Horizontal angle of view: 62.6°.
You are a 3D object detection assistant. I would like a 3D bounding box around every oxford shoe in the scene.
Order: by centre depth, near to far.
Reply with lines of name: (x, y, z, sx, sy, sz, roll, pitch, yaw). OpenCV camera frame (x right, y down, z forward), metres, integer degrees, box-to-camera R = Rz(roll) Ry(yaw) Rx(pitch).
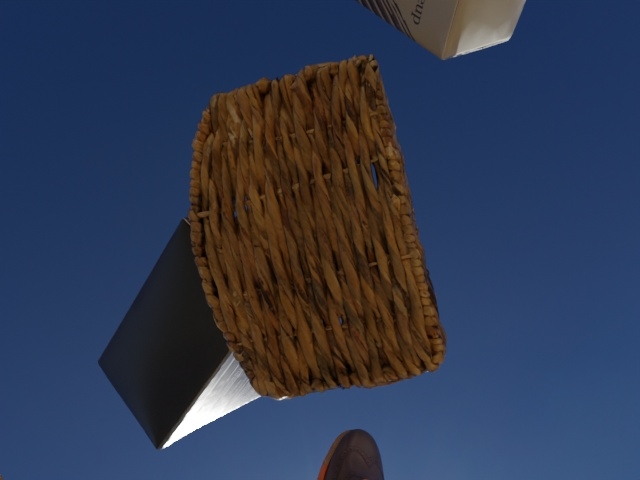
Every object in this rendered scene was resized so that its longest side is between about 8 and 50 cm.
oxford shoe: (0.073, 0.404, 0.761, 0.129, 0.364, 0.133, 31, -66, -11)

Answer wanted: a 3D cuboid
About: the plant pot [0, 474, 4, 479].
plant pot: (-0.510, 0.344, 0.615, 0.237, 0.109, 0.238, -2, -87, -49)

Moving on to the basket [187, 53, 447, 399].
basket: (0.000, 0.000, 0.563, 0.213, 0.223, 0.300, -13, -97, 10)

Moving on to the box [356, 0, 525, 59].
box: (0.064, -0.286, 0.483, 0.094, 0.275, 0.113, -25, -35, -27)

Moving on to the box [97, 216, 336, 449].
box: (-0.132, 0.121, 0.830, 0.183, 0.294, 0.296, 44, -67, 19)
